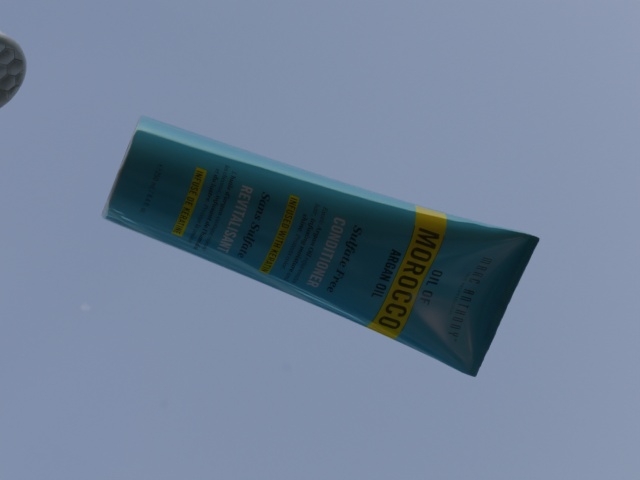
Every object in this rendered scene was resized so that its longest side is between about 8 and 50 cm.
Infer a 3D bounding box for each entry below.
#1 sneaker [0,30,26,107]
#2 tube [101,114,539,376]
[{"bbox_3d":[-0.320,-0.113,0.617,0.226,0.086,0.163,-26,-122,-36],"label":"sneaker"},{"bbox_3d":[0.000,0.000,0.501,0.207,0.052,0.080,20,-72,-12],"label":"tube"}]
